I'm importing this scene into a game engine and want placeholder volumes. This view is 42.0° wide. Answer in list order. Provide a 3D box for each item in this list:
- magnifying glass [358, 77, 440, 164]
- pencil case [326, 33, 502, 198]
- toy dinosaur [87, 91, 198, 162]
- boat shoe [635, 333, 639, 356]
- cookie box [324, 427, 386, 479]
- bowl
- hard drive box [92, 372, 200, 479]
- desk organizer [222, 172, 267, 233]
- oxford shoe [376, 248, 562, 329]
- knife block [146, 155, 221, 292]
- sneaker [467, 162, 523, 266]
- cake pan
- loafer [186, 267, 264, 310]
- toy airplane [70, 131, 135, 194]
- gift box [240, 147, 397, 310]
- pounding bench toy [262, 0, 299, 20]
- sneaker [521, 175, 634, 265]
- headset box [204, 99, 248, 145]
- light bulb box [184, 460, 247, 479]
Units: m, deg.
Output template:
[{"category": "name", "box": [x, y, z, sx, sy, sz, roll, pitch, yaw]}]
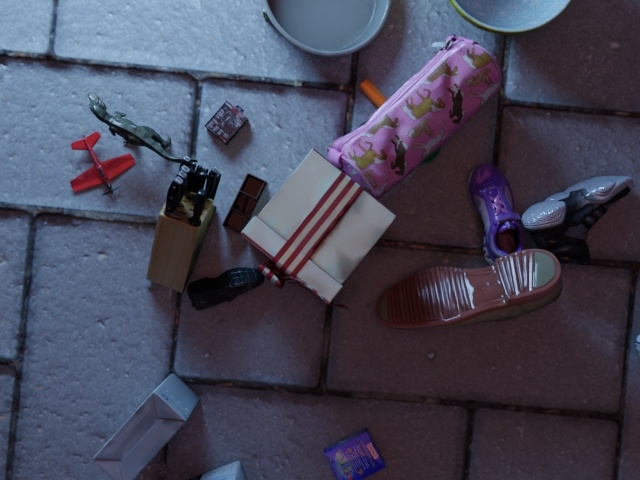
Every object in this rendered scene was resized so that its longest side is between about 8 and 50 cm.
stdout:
[{"category": "magnifying glass", "box": [0.171, -0.262, 1.824, 0.092, 0.026, 0.231, -43, 93, -1]}, {"category": "pencil case", "box": [0.194, -0.255, 1.734, 0.386, 0.160, 0.167, -44, 93, -1]}, {"category": "toy dinosaur", "box": [-0.376, -0.219, 1.764, 0.268, 0.118, 0.064, 29, 90, -2]}, {"category": "boat shoe", "box": [0.778, 0.363, 1.793, 0.156, 0.136, 0.367, -45, 101, 2]}, {"category": "cookie box", "box": [0.075, 0.475, 1.813, 0.107, 0.040, 0.091, -27, 90, -1]}, {"category": "bowl", "box": [0.385, -0.564, 1.760, 0.290, 0.156, 0.289, 0, 91, -1]}, {"category": "hard drive box", "box": [-0.350, 0.382, 1.709, 0.089, 0.232, 0.181, 43, 90, -2]}, {"category": "desk organizer", "box": [-0.165, -0.080, 1.802, 0.047, 0.050, 0.130, 26, 90, -1]}, {"category": "oxford shoe", "box": [0.319, 0.136, 1.771, 0.397, 0.146, 0.140, -11, 56, 18]}, {"category": "knife block", "box": [-0.287, -0.029, 1.704, 0.088, 0.242, 0.275, 22, 90, 0]}, {"category": "sneaker", "box": [0.385, -0.053, 1.788, 0.095, 0.104, 0.236, -14, 89, 0]}, {"category": "cake pan", "box": [0.007, -0.532, 1.769, 0.293, 0.054, 0.293, 0, 90, -18]}, {"category": "loafer", "box": [-0.202, 0.105, 1.807, 0.170, 0.062, 0.061, -13, 129, -8]}, {"category": "toy airplane", "box": [-0.483, -0.171, 1.807, 0.151, 0.028, 0.151, 0, 89, -3]}, {"category": "gift box", "box": [0.000, 0.000, 1.706, 0.276, 0.255, 0.258, 40, 87, 5]}, {"category": "pounding bench toy", "box": [-0.076, -0.509, 1.802, 0.083, 0.052, 0.065, 14, 89, -1]}, {"category": "sneaker", "box": [0.567, -0.036, 1.800, 0.269, 0.101, 0.153, -24, 106, -13]}, {"category": "headset box", "box": [-0.201, -0.259, 1.810, 0.062, 0.032, 0.083, 40, 88, -2]}, {"category": "light bulb box", "box": [-0.297, 0.644, 1.647, 0.358, 0.361, 0.225, -21, 91, -1]}]
